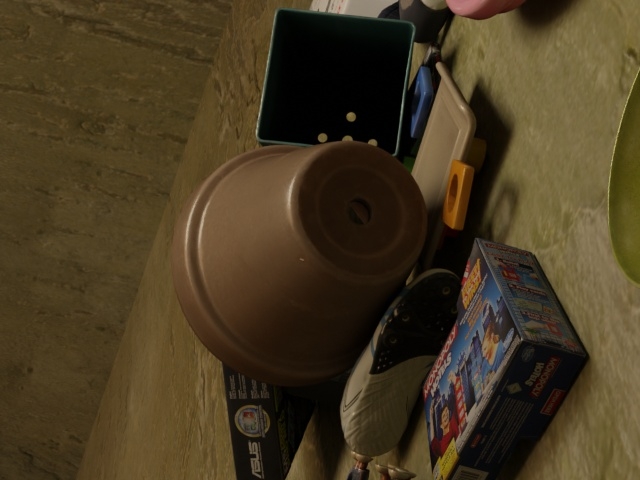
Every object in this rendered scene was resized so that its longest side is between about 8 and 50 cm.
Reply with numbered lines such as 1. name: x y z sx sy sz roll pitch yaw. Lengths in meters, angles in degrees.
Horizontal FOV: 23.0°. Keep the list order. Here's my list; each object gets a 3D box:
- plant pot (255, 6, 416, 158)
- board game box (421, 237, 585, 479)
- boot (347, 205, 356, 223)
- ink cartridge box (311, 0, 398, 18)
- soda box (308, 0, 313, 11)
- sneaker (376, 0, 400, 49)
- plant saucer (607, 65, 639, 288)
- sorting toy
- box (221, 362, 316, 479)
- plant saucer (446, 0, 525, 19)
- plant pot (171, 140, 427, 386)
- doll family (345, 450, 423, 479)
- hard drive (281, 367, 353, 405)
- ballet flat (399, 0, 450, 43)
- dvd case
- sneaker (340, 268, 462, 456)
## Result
1. plant pot: 0.025 -0.155 1.915 0.234 0.165 0.166 76 -158 -76
2. board game box: 0.153 0.100 1.379 0.194 0.060 0.194 -91 20 -52
3. boot: 0.001 0.036 2.068 0.123 0.095 0.258 -46 -28 -52
4. ink cartridge box: 0.066 -0.340 2.128 0.237 0.100 0.172 -100 27 -61
5. soda box: -0.011 -0.275 2.455 0.074 0.069 0.216 -91 19 -49
6. sneaker: 0.103 -0.269 1.958 0.144 0.053 0.059 -52 -13 -47
7. plant saucer: 0.274 -0.078 1.113 0.241 0.037 0.241 -166 90 -77
8. sorting toy: 0.135 -0.073 1.673 0.348 0.047 0.196 -102 22 -68
9. box: -0.065 0.129 1.914 0.216 0.060 0.270 -63 -31 -66
10. plant saucer: 0.219 -0.375 1.569 0.332 0.084 0.332 -165 90 -78
11. plant pot: 0.000 0.000 1.628 0.229 0.263 0.263 141 142 -62
12. doll family: 0.066 0.277 1.521 0.193 0.076 0.111 -176 105 -74
13. hard drive: 0.019 0.151 1.803 0.135 0.094 0.022 125 155 -56
14. ballet flat: 0.144 -0.337 1.879 0.074 0.074 0.203 174 112 -76
15. dvd case: 0.126 -0.171 1.891 0.119 0.013 0.087 -92 21 -49
16. sneaker: 0.078 0.117 1.617 0.086 0.085 0.237 -102 31 -53
